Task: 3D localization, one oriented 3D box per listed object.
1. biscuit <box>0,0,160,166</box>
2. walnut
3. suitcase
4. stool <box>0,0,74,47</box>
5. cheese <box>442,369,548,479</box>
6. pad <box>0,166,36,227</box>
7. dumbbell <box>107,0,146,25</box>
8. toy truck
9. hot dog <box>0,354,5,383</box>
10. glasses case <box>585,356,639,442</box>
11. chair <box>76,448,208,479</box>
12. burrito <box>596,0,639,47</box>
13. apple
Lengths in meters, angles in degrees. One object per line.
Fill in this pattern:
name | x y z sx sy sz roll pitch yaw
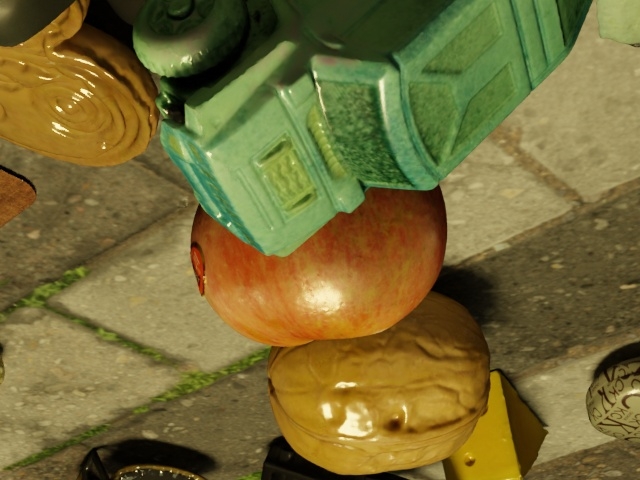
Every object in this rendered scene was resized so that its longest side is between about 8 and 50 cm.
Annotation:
biscuit | -0.215 -0.134 0.759 0.202 0.044 0.289 14 157 13
walnut | 0.059 0.139 1.117 0.225 0.193 0.193 6 146 -11
suitcase | 0.078 0.317 1.380 0.206 0.066 0.285 24 168 -32
stool | -0.194 -0.213 0.548 0.232 0.232 0.141 4 143 -9
cheese | 0.212 0.233 1.369 0.093 0.126 0.171 -16 164 23
pad | -0.437 -0.004 0.991 0.250 0.055 0.323 28 119 -37
dumbbell | -0.067 -0.140 0.764 0.100 0.100 0.191 -13 145 16
toy truck | 0.030 -0.122 0.670 0.279 0.156 0.155 -44 142 -13
hot dog | -0.439 0.155 1.238 0.215 0.047 0.066 -14 108 16
glasses case | 0.480 0.188 1.290 0.354 0.085 0.137 5 145 -9
chair | -0.225 0.358 1.448 0.158 0.247 0.172 22 116 -32
burrito | 0.221 -0.220 0.671 0.144 0.089 0.229 -22 145 5
apple | 0.000 0.000 0.891 0.209 0.164 0.209 -19 -175 2
